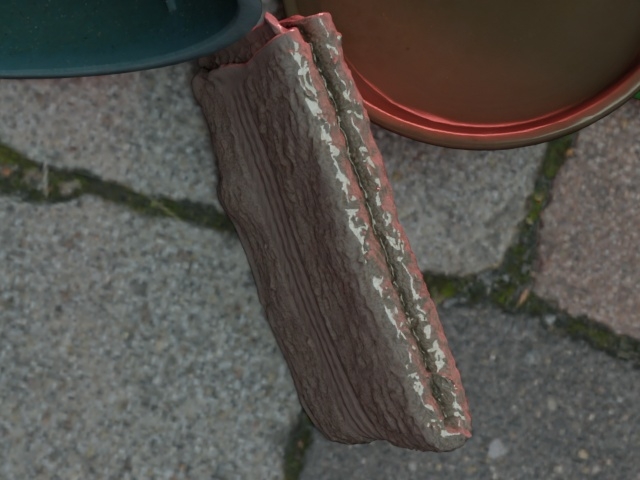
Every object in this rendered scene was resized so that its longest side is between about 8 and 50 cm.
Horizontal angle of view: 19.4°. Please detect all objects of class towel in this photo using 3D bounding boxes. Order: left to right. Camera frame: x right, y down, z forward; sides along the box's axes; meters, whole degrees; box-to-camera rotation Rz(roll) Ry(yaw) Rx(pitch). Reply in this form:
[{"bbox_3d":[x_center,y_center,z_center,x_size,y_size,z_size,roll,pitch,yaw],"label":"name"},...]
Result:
[{"bbox_3d":[0.000,0.000,1.164,0.049,0.187,0.282,-22,95,-21],"label":"towel"}]

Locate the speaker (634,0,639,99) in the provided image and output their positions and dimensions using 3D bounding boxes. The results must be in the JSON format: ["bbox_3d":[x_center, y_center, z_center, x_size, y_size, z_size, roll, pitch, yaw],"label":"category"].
[{"bbox_3d":[0.291,-0.238,1.293,0.131,0.131,0.296,35,79,-14],"label":"speaker"}]

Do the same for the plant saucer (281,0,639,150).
[{"bbox_3d":[0.111,-0.184,1.219,0.278,0.041,0.277,-3,72,10],"label":"plant saucer"}]

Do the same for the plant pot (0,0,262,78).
[{"bbox_3d":[-0.201,-0.293,1.051,0.341,0.341,0.334,3,80,-17],"label":"plant pot"}]
